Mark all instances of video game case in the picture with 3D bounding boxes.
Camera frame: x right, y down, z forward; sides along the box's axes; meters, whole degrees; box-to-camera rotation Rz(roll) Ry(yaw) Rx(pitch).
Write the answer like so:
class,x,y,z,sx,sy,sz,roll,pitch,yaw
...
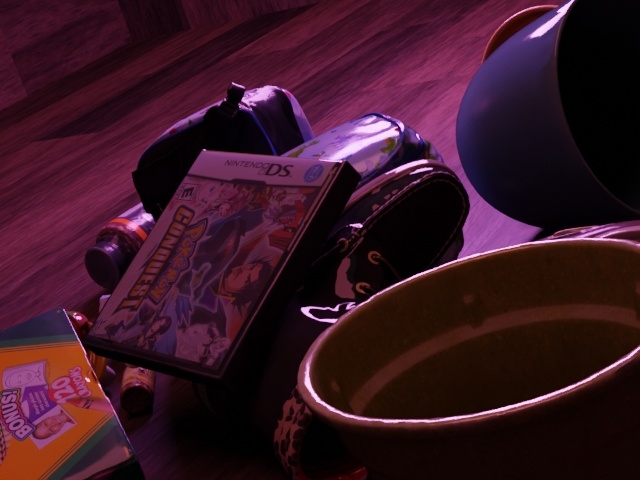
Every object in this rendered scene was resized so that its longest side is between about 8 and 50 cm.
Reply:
class,x,y,z,sx,sy,sz,roll,pitch,yaw
video game case,-0.111,0.022,1.515,0.248,0.035,0.275,8,61,46

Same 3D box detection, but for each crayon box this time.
class,x,y,z,sx,sy,sz,roll,pitch,yaw
crayon box,-0.301,0.203,1.471,0.165,0.081,0.278,-24,39,-13

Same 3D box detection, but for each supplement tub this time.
class,x,y,z,sx,sy,sz,roll,pitch,yaw
supplement tub,-0.269,0.000,2.129,0.106,0.106,0.198,-3,24,39

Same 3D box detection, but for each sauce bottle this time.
class,x,y,z,sx,sy,sz,roll,pitch,yaw
sauce bottle,-0.221,0.168,1.694,0.042,0.042,0.128,-18,20,2

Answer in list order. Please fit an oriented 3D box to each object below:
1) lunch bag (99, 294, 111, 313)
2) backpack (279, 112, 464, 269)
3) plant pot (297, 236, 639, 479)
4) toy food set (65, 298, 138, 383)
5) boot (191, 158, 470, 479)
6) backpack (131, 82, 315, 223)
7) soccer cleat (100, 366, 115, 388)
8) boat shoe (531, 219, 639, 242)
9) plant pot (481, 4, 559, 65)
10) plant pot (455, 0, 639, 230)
class,x,y,z,sx,sy,sz,roll,pitch,yaw
lunch bag,-0.247,0.106,1.832,0.071,0.083,0.053,-10,20,27
backpack,0.000,0.000,1.691,0.355,0.273,0.290,-11,13,-9
plant pot,0.152,0.169,0.991,0.276,0.254,0.276,-16,18,5
toy food set,-0.332,0.146,1.684,0.218,0.071,0.128,-33,51,11
boot,0.052,0.085,1.435,0.377,0.138,0.284,-40,24,-7
backpack,-0.127,-0.088,2.024,0.263,0.276,0.213,-16,12,29
soccer cleat,-0.347,0.182,1.761,0.196,0.068,0.076,-2,53,26
boat shoe,0.290,0.036,1.473,0.324,0.116,0.097,-17,20,23
plant pot,0.371,-0.258,2.141,0.205,0.205,0.188,-10,5,24
plant pot,0.309,-0.144,1.723,0.293,0.293,0.235,-33,10,-38
